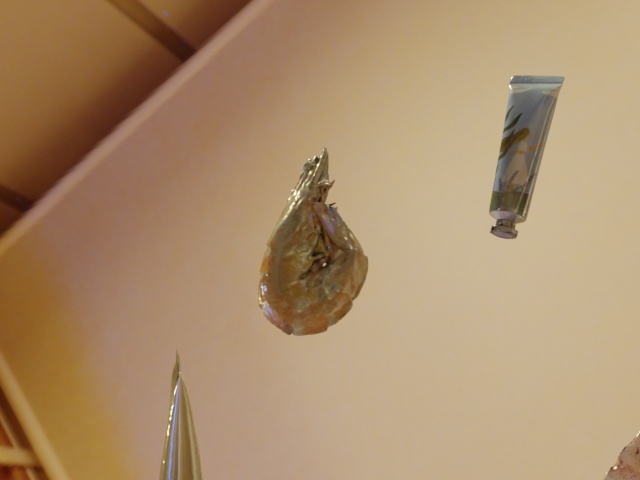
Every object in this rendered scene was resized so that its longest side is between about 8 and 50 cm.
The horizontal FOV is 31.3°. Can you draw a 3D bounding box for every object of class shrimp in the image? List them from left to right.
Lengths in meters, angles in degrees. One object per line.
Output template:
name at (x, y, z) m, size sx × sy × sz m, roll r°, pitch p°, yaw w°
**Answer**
shrimp at (0.000, 0.000, 1.777) m, size 0.062 × 0.164 × 0.317 m, roll 89°, pitch -168°, yaw -69°

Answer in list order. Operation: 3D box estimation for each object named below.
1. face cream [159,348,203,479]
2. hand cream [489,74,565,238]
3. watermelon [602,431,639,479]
face cream at (-0.229, 0.358, 1.868) m, size 0.084 × 0.137 × 0.341 m, roll -1°, pitch -84°, yaw -9°
hand cream at (0.311, -0.136, 1.783) m, size 0.058 × 0.091 × 0.271 m, roll 32°, pitch -112°, yaw -52°
watermelon at (0.525, 0.295, 1.545) m, size 0.256 × 0.260 × 0.176 m, roll -40°, pitch -42°, yaw -57°
